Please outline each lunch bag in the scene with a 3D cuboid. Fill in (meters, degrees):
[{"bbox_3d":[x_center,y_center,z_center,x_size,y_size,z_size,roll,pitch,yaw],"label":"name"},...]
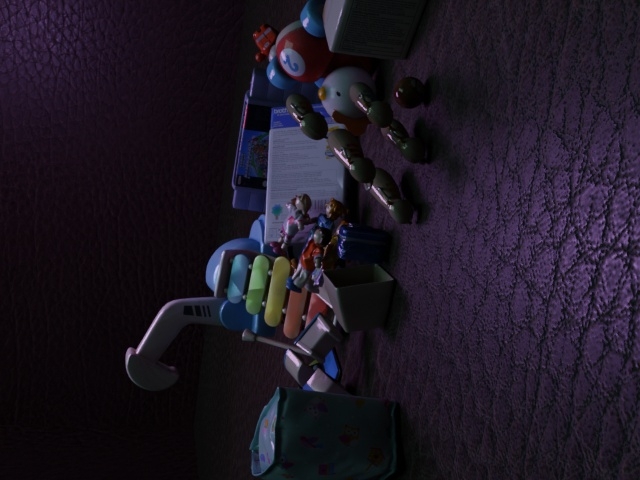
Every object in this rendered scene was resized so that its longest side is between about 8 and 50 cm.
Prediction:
[{"bbox_3d":[0.074,0.002,1.455,0.067,0.098,0.065,-126,44,-76],"label":"lunch bag"},{"bbox_3d":[-0.003,0.368,1.395,0.262,0.223,0.160,116,160,-59],"label":"lunch bag"}]

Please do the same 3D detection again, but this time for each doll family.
[{"bbox_3d":[0.000,0.000,1.581,0.163,0.118,0.263,-59,26,16],"label":"doll family"}]

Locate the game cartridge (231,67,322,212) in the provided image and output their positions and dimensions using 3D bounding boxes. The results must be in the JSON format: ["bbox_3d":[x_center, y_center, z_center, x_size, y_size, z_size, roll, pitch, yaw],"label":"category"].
[{"bbox_3d":[-0.080,-0.219,1.844,0.068,0.230,0.355,-104,22,-55],"label":"game cartridge"}]

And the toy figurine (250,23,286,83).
[{"bbox_3d":[-0.055,-0.405,1.865,0.148,0.213,0.210,56,146,42],"label":"toy figurine"}]

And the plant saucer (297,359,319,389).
[{"bbox_3d":[-0.025,0.400,1.824,0.188,0.045,0.188,-104,23,-50],"label":"plant saucer"}]

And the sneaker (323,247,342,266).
[{"bbox_3d":[0.024,-0.007,1.747,0.058,0.052,0.135,135,142,-81],"label":"sneaker"}]

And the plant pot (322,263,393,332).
[{"bbox_3d":[0.070,0.109,1.443,0.109,0.109,0.096,-133,37,-70],"label":"plant pot"}]

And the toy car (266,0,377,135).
[{"bbox_3d":[0.029,-0.319,1.568,0.219,0.210,0.238,-45,54,54],"label":"toy car"}]

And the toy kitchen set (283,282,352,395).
[{"bbox_3d":[0.030,0.208,1.596,0.207,0.166,0.122,-50,35,-1],"label":"toy kitchen set"}]

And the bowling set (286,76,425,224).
[{"bbox_3d":[0.099,-0.184,1.283,0.200,0.287,0.154,-46,34,12],"label":"bowling set"}]

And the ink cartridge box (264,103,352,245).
[{"bbox_3d":[-0.024,-0.144,1.720,0.065,0.185,0.311,22,-112,-68],"label":"ink cartridge box"}]

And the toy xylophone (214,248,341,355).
[{"bbox_3d":[-0.082,0.139,1.730,0.081,0.322,0.236,-14,-69,-65],"label":"toy xylophone"}]

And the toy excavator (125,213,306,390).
[{"bbox_3d":[-0.232,0.145,1.898,0.222,0.445,0.433,-160,75,-75],"label":"toy excavator"}]

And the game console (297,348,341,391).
[{"bbox_3d":[-0.006,0.294,1.739,0.122,0.107,0.071,-109,-1,-58],"label":"game console"}]

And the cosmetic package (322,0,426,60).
[{"bbox_3d":[0.112,-0.474,1.349,0.296,0.153,0.129,112,157,-45],"label":"cosmetic package"}]
